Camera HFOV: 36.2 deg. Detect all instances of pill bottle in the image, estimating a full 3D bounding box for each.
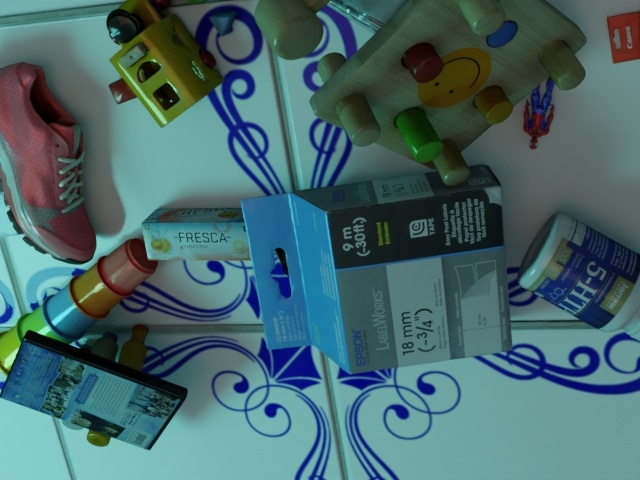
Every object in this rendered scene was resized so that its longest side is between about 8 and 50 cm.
[{"bbox_3d":[0.362,0.053,1.270,0.186,0.112,0.112,29,119,1],"label":"pill bottle"}]

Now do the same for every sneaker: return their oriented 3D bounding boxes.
[{"bbox_3d":[-0.390,-0.108,1.404,0.136,0.116,0.314,-19,108,21],"label":"sneaker"}]

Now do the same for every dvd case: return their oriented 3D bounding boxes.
[{"bbox_3d":[-0.346,0.232,1.488,0.253,0.022,0.180,23,135,-13],"label":"dvd case"}]

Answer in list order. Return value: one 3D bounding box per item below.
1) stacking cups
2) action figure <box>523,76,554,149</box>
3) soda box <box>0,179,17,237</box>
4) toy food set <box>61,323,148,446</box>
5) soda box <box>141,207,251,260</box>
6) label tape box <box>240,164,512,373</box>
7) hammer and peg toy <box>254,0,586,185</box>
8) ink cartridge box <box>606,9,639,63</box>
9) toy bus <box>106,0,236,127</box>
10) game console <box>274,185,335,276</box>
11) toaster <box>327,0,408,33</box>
[{"bbox_3d":[-0.375,0.111,1.514,0.316,0.096,0.096,-34,102,26],"label":"stacking cups"},{"bbox_3d":[0.277,-0.170,1.238,0.038,0.030,0.115,6,118,7],"label":"action figure"},{"bbox_3d":[-0.534,-0.043,1.501,0.216,0.069,0.074,-7,112,18],"label":"soda box"},{"bbox_3d":[-0.348,0.228,1.579,0.111,0.105,0.232,18,137,-8],"label":"toy food set"},{"bbox_3d":[-0.162,-0.009,1.418,0.183,0.058,0.063,0,113,15],"label":"soda box"},{"bbox_3d":[0.075,0.047,1.302,0.333,0.106,0.241,-8,112,1],"label":"label tape box"},{"bbox_3d":[0.122,-0.210,1.093,0.266,0.361,0.127,-41,54,26],"label":"hammer and peg toy"},{"bbox_3d":[0.403,-0.245,1.165,0.115,0.029,0.063,-7,112,18],"label":"ink cartridge box"},{"bbox_3d":[-0.225,-0.250,1.297,0.202,0.104,0.191,12,117,10],"label":"toy bus"},{"bbox_3d":[0.000,0.000,1.379,0.122,0.071,0.107,-28,143,10],"label":"game console"},{"bbox_3d":[0.074,-0.339,1.161,0.227,0.129,0.146,31,122,-2],"label":"toaster"}]
